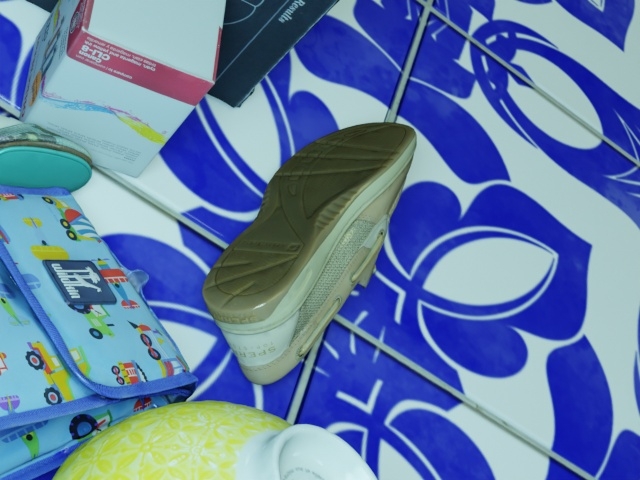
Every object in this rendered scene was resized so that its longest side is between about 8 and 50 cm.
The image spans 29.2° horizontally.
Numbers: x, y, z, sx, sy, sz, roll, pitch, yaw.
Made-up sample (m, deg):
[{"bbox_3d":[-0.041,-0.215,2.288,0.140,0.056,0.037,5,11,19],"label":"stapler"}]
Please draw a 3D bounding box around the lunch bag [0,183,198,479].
[{"bbox_3d":[-0.245,0.069,0.973,0.221,0.138,0.293,50,33,18],"label":"lunch bag"}]

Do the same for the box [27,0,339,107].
[{"bbox_3d":[-0.159,-0.357,1.171,0.395,0.293,0.212,27,52,-22],"label":"box"}]

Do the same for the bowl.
[{"bbox_3d":[-0.040,0.222,0.885,0.289,0.156,0.289,35,31,-25],"label":"bowl"}]

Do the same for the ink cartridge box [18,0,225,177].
[{"bbox_3d":[-0.183,-0.165,1.121,0.127,0.176,0.128,19,54,-24],"label":"ink cartridge box"}]

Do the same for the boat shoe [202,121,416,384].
[{"bbox_3d":[0.000,0.000,1.216,0.341,0.121,0.110,-50,135,-40],"label":"boat shoe"}]

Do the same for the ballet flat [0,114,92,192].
[{"bbox_3d":[-0.303,-0.071,1.054,0.221,0.077,0.079,-13,53,-40],"label":"ballet flat"}]
